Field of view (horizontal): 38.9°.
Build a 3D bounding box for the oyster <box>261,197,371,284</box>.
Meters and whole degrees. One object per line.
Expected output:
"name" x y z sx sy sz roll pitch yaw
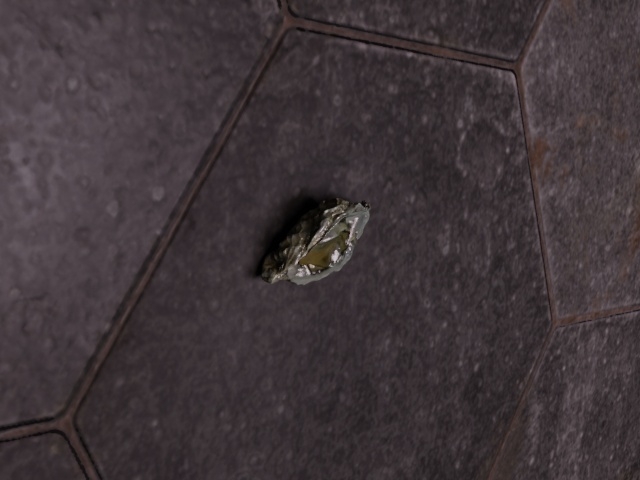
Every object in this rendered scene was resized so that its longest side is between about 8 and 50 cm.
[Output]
"oyster" 0.000 0.001 0.744 0.098 0.037 0.100 -54 157 3
